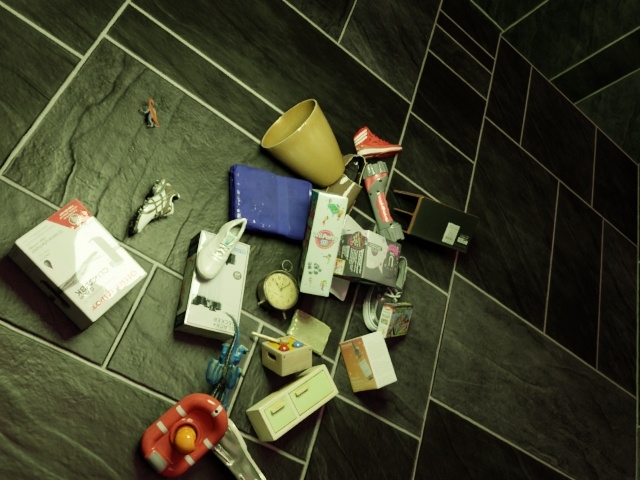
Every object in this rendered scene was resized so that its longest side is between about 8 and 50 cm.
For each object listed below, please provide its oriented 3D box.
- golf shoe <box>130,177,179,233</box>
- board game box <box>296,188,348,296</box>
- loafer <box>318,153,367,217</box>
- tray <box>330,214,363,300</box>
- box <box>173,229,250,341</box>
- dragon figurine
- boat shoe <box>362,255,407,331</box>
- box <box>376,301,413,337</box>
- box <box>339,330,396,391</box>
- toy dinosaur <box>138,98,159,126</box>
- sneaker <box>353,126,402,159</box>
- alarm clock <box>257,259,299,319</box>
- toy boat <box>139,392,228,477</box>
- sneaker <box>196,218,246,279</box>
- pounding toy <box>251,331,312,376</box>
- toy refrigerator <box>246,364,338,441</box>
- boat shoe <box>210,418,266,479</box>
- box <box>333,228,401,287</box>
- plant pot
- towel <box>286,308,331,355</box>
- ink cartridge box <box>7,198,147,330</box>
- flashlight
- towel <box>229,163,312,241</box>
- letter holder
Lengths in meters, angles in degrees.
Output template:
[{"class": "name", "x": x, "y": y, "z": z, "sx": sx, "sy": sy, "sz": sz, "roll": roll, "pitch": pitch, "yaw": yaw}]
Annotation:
[{"class": "golf shoe", "x": -0.476, "y": -0.089, "z": 1.716, "sx": 0.094, "sy": 0.077, "sz": 0.198, "roll": 36, "pitch": 56, "yaw": -20}, {"class": "board game box", "x": 0.000, "y": 0.000, "z": 1.851, "sx": 0.097, "sy": 0.224, "sz": 0.303, "roll": 11, "pitch": 96, "yaw": -7}, {"class": "loafer", "x": 0.071, "y": -0.178, "z": 2.108, "sx": 0.133, "sy": 0.130, "sz": 0.366, "roll": 30, "pitch": 58, "yaw": -23}, {"class": "tray", "x": 0.075, "y": 0.059, "z": 2.033, "sx": 0.145, "sy": 0.030, "sz": 0.270, "roll": 41, "pitch": 61, "yaw": -52}, {"class": "box", "x": -0.314, "y": 0.135, "z": 1.738, "sx": 0.169, "sy": 0.087, "sz": 0.290, "roll": 21, "pitch": 62, "yaw": -28}, {"class": "dragon figurine", "x": -0.260, "y": 0.353, "z": 1.624, "sx": 0.085, "sy": 0.289, "sz": 0.144, "roll": 15, "pitch": 22, "yaw": 5}, {"class": "boat shoe", "x": 0.242, "y": 0.184, "z": 2.109, "sx": 0.108, "sy": 0.102, "sz": 0.301, "roll": 38, "pitch": 54, "yaw": -18}, {"class": "box", "x": 0.259, "y": 0.273, "z": 2.045, "sx": 0.207, "sy": 0.036, "sz": 0.114, "roll": 9, "pitch": 96, "yaw": -62}, {"class": "box", "x": 0.154, "y": 0.399, "z": 1.946, "sx": 0.091, "sy": 0.130, "sz": 0.171, "roll": -10, "pitch": 78, "yaw": -38}, {"class": "toy dinosaur", "x": -0.512, "y": -0.392, "z": 1.815, "sx": 0.047, "sy": 0.090, "sz": 0.082, "roll": -14, "pitch": 113, "yaw": -54}, {"class": "sneaker", "x": 0.224, "y": -0.394, "z": 2.332, "sx": 0.221, "sy": 0.087, "sz": 0.128, "roll": -11, "pitch": 80, "yaw": -39}, {"class": "alarm clock", "x": -0.130, "y": 0.147, "z": 1.881, "sx": 0.129, "sy": 0.064, "sz": 0.192, "roll": 33, "pitch": 59, "yaw": -21}, {"class": "toy boat", "x": -0.341, "y": 0.499, "z": 1.501, "sx": 0.231, "sy": 0.151, "sz": 0.151, "roll": -40, "pitch": 97, "yaw": -15}, {"class": "sneaker", "x": -0.279, "y": 0.014, "z": 1.693, "sx": 0.080, "sy": 0.094, "sz": 0.212, "roll": 39, "pitch": 54, "yaw": -19}, {"class": "pounding toy", "x": -0.119, "y": 0.330, "z": 1.785, "sx": 0.130, "sy": 0.141, "sz": 0.100, "roll": -9, "pitch": 106, "yaw": -38}, {"class": "toy refrigerator", "x": -0.078, "y": 0.483, "z": 1.770, "sx": 0.269, "sy": 0.094, "sz": 0.102, "roll": -25, "pitch": 89, "yaw": -39}, {"class": "boat shoe", "x": -0.207, "y": 0.651, "z": 1.614, "sx": 0.095, "sy": 0.112, "sz": 0.335, "roll": -30, "pitch": 86, "yaw": -22}, {"class": "box", "x": 0.155, "y": 0.061, "z": 1.993, "sx": 0.247, "sy": 0.142, "sz": 0.163, "roll": 21, "pitch": 76, "yaw": -56}, {"class": "plant pot", "x": -0.032, "y": -0.314, "z": 2.045, "sx": 0.254, "sy": 0.237, "sz": 0.237, "roll": 47, "pitch": 51, "yaw": -27}, {"class": "towel", "x": -0.036, "y": 0.295, "z": 1.915, "sx": 0.148, "sy": 0.027, "sz": 0.110, "roll": 33, "pitch": 55, "yaw": -21}, {"class": "ink cartridge box", "x": -0.621, "y": 0.064, "z": 1.527, "sx": 0.273, "sy": 0.114, "sz": 0.197, "roll": 50, "pitch": 51, "yaw": -11}, {"class": "flashlight", "x": 0.237, "y": -0.139, "z": 2.209, "sx": 0.103, "sy": 0.103, "sz": 0.304, "roll": -16, "pitch": 84, "yaw": -11}, {"class": "towel", "x": -0.162, "y": -0.117, "z": 1.959, "sx": 0.308, "sy": 0.076, "sz": 0.228, "roll": 12, "pitch": 63, "yaw": -34}, {"class": "letter holder", "x": 0.426, "y": -0.080, "z": 2.333, "sx": 0.301, "sy": 0.214, "sz": 0.152, "roll": 17, "pitch": 95, "yaw": -30}]
